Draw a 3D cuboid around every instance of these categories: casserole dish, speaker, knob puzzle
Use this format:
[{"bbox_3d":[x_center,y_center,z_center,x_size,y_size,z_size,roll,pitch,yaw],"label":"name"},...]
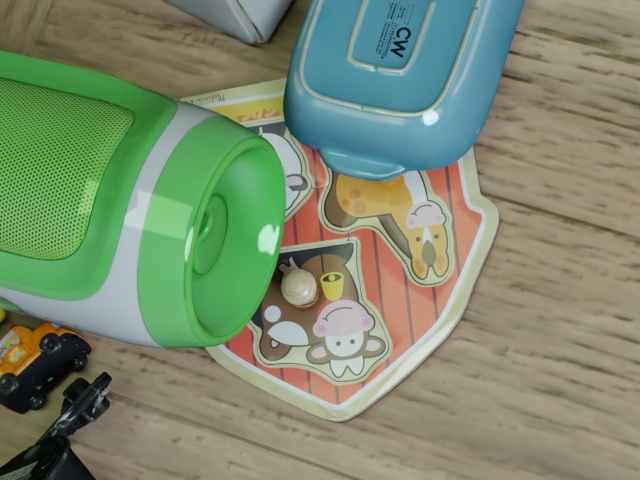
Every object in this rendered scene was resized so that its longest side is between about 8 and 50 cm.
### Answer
[{"bbox_3d":[0.046,-0.122,0.873,0.114,0.037,0.188,13,70,18],"label":"casserole dish"},{"bbox_3d":[-0.173,-0.031,0.857,0.296,0.131,0.131,13,80,22],"label":"speaker"},{"bbox_3d":[0.000,0.000,0.873,0.213,0.030,0.213,-3,76,11],"label":"knob puzzle"}]

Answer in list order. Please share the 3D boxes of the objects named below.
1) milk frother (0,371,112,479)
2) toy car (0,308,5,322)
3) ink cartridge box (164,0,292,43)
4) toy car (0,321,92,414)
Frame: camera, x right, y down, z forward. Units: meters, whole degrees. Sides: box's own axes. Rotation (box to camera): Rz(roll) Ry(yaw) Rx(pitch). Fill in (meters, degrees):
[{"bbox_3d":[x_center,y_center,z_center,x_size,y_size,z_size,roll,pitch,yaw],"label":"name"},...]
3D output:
[{"bbox_3d":[-0.109,0.155,0.831,0.135,0.129,0.143,52,58,-15],"label":"milk frother"},{"bbox_3d":[-0.306,0.109,0.902,0.225,0.053,0.239,11,79,14],"label":"toy car"},{"bbox_3d":[-0.054,-0.277,0.908,0.197,0.114,0.273,29,85,17],"label":"ink cartridge box"},{"bbox_3d":[-0.180,0.057,0.861,0.060,0.122,0.040,-53,56,16],"label":"toy car"}]
